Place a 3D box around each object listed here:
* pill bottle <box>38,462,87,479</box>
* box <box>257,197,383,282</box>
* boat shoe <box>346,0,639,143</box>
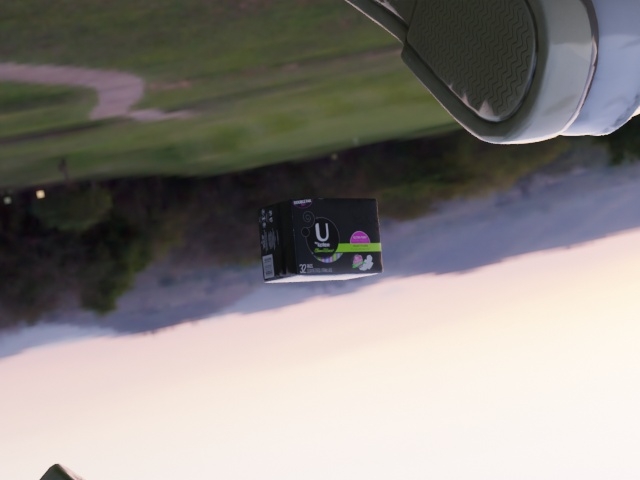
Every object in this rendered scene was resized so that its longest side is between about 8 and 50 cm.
[{"bbox_3d":[-0.115,0.187,0.405,0.221,0.121,0.121,-52,-171,-12],"label":"pill bottle"},{"bbox_3d":[0.000,0.000,1.028,0.083,0.062,0.052,-2,173,-35],"label":"box"},{"bbox_3d":[0.066,-0.155,0.615,0.103,0.302,0.113,-6,139,-27],"label":"boat shoe"}]
